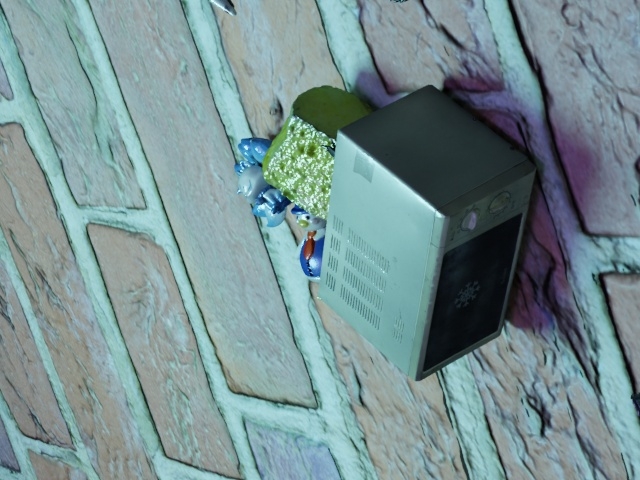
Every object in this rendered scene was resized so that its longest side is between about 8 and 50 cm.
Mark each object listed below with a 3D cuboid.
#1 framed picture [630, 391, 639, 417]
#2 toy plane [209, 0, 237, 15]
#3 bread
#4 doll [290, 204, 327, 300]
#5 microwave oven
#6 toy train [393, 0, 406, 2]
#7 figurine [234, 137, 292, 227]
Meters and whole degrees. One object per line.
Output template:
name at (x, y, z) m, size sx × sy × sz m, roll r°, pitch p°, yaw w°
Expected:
framed picture at (0.402, 0.225, 1.870) m, size 0.195 × 0.010 × 0.199 m, roll -19°, pitch 98°, yaw 59°
toy plane at (-0.168, -0.336, 2.227) m, size 0.234 × 0.082 × 0.160 m, roll 36°, pitch 132°, yaw 14°
bread at (0.010, -0.097, 2.104) m, size 0.129 × 0.111 × 0.114 m, roll 30°, pitch 137°, yaw 8°
doll at (0.000, 0.000, 2.252) m, size 0.099 × 0.058 × 0.143 m, roll 3°, pitch 111°, yaw 47°
microwave oven at (0.104, -0.012, 1.999) m, size 0.194 × 0.145 × 0.240 m, roll 43°, pitch 145°, yaw 33°
toy train at (0.131, -0.315, 1.732) m, size 0.330 × 0.138 × 0.178 m, roll 0°, pitch 109°, yaw 55°
figurine at (-0.069, -0.079, 2.265) m, size 0.114 × 0.079 × 0.114 m, roll 43°, pitch 151°, yaw 31°
